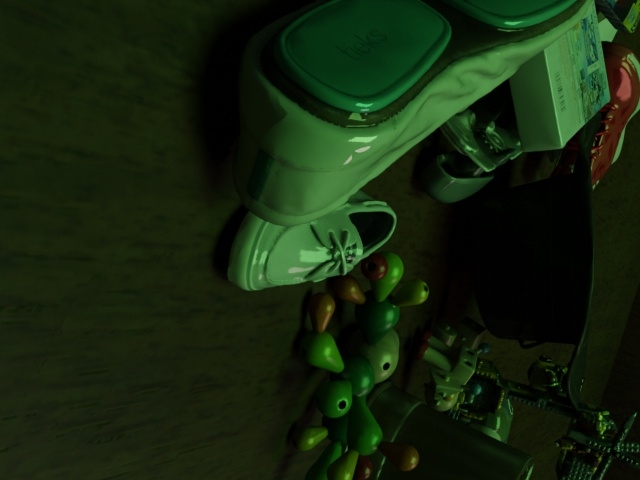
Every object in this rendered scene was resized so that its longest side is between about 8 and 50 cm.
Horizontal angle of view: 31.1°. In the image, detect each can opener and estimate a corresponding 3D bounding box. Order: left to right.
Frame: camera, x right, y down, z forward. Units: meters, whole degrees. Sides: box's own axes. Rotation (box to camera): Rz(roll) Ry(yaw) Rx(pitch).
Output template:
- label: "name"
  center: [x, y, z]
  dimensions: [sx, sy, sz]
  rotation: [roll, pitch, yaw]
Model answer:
- label: "can opener"
  center: [0.167, -0.103, 1.150]
  dimensions: [0.095, 0.076, 0.283]
  rotation: [-45, 171, 26]

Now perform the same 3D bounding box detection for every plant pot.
- label: "plant pot"
  center: [0.114, 0.245, 1.139]
  dimensions: [0.167, 0.165, 0.167]
  rotation: [-51, 151, -42]

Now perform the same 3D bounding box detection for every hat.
- label: "hat"
  center: [0.233, 0.016, 1.266]
  dimensions: [0.331, 0.134, 0.331]
  rotation: [4, 90, -77]

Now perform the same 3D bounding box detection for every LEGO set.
- label: "LEGO set"
  center: [0.227, 0.309, 1.352]
  dimensions: [0.192, 0.255, 0.331]
  rotation: [-47, 160, -79]

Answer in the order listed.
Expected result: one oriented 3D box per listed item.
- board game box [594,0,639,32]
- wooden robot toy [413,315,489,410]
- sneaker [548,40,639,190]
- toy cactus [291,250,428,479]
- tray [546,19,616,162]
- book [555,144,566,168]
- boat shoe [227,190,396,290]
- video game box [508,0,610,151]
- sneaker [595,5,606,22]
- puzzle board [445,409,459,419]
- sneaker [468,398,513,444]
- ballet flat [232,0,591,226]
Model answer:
- label: "board game box"
  center: [0.315, -0.353, 1.231]
  dimensions: [0.194, 0.060, 0.194]
  rotation: [28, 85, -51]
- label: "wooden robot toy"
  center: [0.128, 0.142, 1.225]
  dimensions: [0.079, 0.076, 0.173]
  rotation: [-65, 177, 25]
- label: "sneaker"
  center: [0.336, -0.128, 1.410]
  dimensions: [0.128, 0.087, 0.221]
  rotation: [-59, 155, -32]
- label: "toy cactus"
  center: [0.043, 0.105, 0.960]
  dimensions: [0.180, 0.112, 0.219]
  rotation: [-35, 131, -72]
- label: "tray"
  center: [0.333, -0.242, 1.468]
  dimensions: [0.270, 0.030, 0.145]
  rotation: [-60, 157, -29]
- label: "book"
  center: [0.368, -0.088, 1.680]
  dimensions: [0.144, 0.035, 0.096]
  rotation: [17, 88, -69]
- label: "boat shoe"
  center: [0.000, 0.000, 0.794]
  dimensions: [0.184, 0.063, 0.066]
  rotation: [-15, 121, -66]
- label: "video game box"
  center: [0.221, -0.208, 1.102]
  dimensions: [0.187, 0.048, 0.205]
  rotation: [-34, 116, -54]
- label: "sneaker"
  center: [0.286, -0.268, 1.313]
  dimensions: [0.188, 0.066, 0.071]
  rotation: [-50, 132, -51]
- label: "puzzle board"
  center: [0.167, 0.267, 1.502]
  dimensions: [0.096, 0.011, 0.128]
  rotation: [-9, 116, -67]
- label: "sneaker"
  center: [0.235, 0.249, 1.569]
  dimensions: [0.192, 0.064, 0.086]
  rotation: [66, 45, -68]
- label: "ballet flat"
  center: [0.062, -0.127, 0.794]
  dimensions: [0.400, 0.139, 0.139]
  rotation: [-39, 142, -48]
